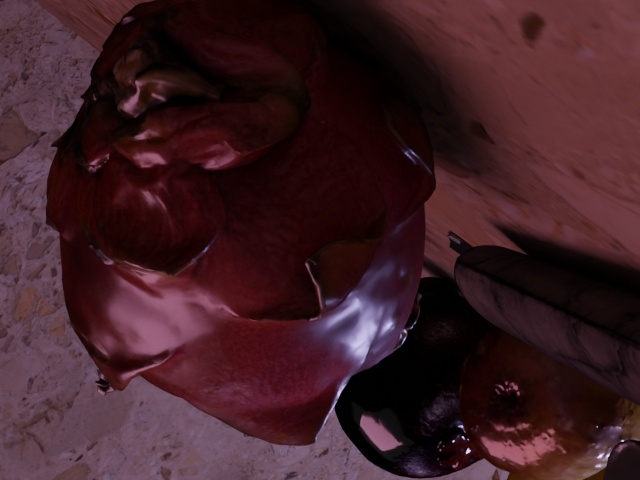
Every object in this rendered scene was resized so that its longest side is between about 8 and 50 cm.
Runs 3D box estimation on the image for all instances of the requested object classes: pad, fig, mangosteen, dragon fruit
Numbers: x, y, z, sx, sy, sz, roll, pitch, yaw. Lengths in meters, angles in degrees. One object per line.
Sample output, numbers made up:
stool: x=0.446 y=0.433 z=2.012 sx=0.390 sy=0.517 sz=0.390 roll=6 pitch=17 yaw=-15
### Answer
pad: x=0.212 y=0.055 z=0.877 sx=0.193 sy=0.004 sz=0.116 roll=36 pitch=179 yaw=12
fig: x=0.253 y=0.150 z=0.773 sx=0.257 sy=0.159 sz=0.159 roll=16 pitch=-169 yaw=-32
mangosteen: x=0.159 y=0.205 z=1.340 sx=0.307 sy=0.307 sz=0.347 roll=39 pitch=-165 yaw=-37
dragon fruit: x=-0.043 y=-0.007 z=0.506 sx=0.250 sy=0.250 sz=0.315 roll=37 pitch=138 yaw=17

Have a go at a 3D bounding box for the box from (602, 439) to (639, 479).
box: x=0.267 y=0.189 z=0.432 sx=0.178 sy=0.138 sz=0.274 roll=18 pitch=178 yaw=-9

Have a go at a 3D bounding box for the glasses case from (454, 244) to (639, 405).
glasses case: x=0.187 y=0.063 z=0.533 sx=0.114 sy=0.060 sz=0.299 roll=33 pitch=180 yaw=-16

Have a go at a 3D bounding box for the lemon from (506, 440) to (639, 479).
lemon: x=0.359 y=0.342 z=1.003 sx=0.297 sy=0.297 sz=0.297 roll=38 pitch=179 yaw=1
